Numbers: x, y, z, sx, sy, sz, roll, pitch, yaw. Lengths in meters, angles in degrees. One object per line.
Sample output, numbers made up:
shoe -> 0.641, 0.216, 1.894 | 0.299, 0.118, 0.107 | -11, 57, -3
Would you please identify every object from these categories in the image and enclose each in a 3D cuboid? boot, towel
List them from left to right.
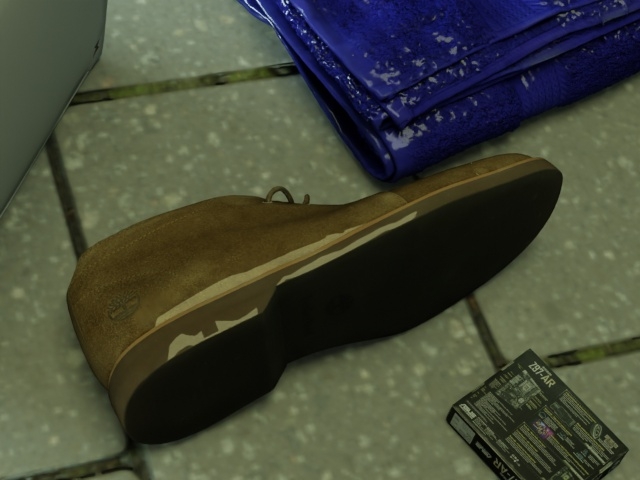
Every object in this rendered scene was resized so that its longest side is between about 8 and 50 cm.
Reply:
boot -> 0.000, 0.000, 0.895 | 0.305, 0.112, 0.115 | -22, 52, -22
towel -> 0.107, -0.183, 1.058 | 0.308, 0.076, 0.228 | -25, 64, -26

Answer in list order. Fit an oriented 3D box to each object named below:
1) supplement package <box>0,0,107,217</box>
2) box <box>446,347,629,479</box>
supplement package -> -0.229, -0.106, 0.854 | 0.145, 0.204, 0.262 | 21, 53, 2
box -> 0.124, 0.111, 0.890 | 0.067, 0.018, 0.083 | -33, 67, -29
